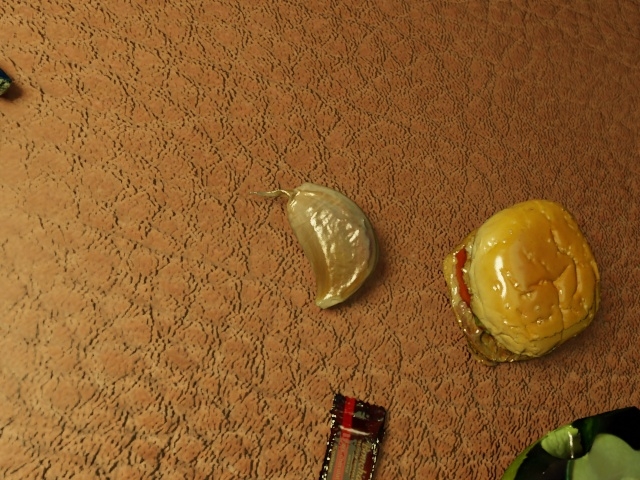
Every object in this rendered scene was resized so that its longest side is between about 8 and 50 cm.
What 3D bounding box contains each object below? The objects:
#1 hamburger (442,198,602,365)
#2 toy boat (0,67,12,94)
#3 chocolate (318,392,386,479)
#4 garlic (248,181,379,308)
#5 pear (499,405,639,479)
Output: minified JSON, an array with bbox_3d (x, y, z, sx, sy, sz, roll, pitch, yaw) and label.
[{"bbox_3d":[0.312,0.068,0.934,0.244,0.163,0.245,8,71,-25],"label":"hamburger"},{"bbox_3d":[-0.458,-0.109,0.684,0.220,0.067,0.291,-9,81,-28],"label":"toy boat"},{"bbox_3d":[0.036,0.300,0.807,0.085,0.028,0.183,19,66,-11],"label":"chocolate"},{"bbox_3d":[0.003,-0.012,0.860,0.128,0.090,0.198,-31,93,-17],"label":"garlic"},{"bbox_3d":[0.370,0.439,0.841,0.398,0.165,0.399,8,71,-23],"label":"pear"}]
